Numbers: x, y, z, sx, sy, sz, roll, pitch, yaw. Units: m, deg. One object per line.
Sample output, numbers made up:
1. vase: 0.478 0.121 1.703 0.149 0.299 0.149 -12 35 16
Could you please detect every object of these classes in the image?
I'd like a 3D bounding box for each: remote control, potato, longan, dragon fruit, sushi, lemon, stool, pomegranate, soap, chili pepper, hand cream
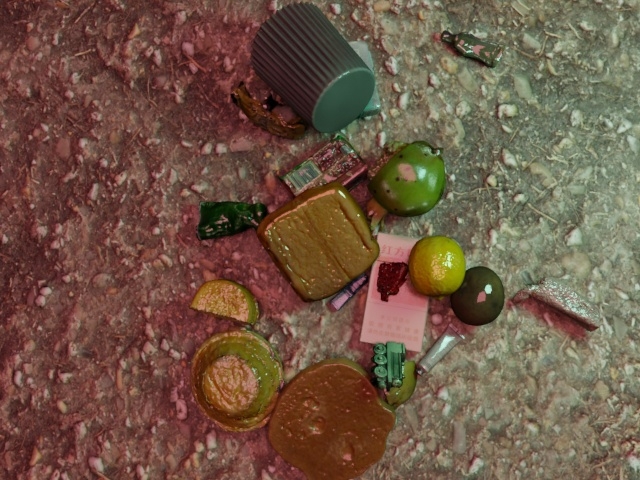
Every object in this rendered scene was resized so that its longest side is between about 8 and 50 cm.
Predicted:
1. remote control: 0.098 0.165 1.899 0.152 0.027 0.043 -45 85 0
2. potato: 0.258 0.460 1.814 0.120 0.081 0.149 -14 81 5
3. longan: 0.491 0.173 1.788 0.167 0.167 0.187 7 100 6
4. dragon fruit: 0.237 0.134 1.832 0.097 0.063 0.131 3 81 40
5. sushi: -0.175 -0.448 1.959 0.291 0.139 0.131 36 79 11
6. lemon: 0.355 0.080 1.761 0.180 0.180 0.193 17 95 7
7. stool: -0.016 -0.544 1.839 0.297 0.297 0.330 -39 66 -1
8. pomegranate: 0.257 -0.172 1.830 0.260 0.260 0.341 38 116 9
9. soap: 0.011 -0.217 1.925 0.273 0.098 0.218 -36 80 -1
10. chili pepper: -0.279 -0.073 1.935 0.270 0.099 0.136 -4 57 11
11. hand cream: 0.377 0.356 1.837 0.067 0.042 0.194 44 77 11

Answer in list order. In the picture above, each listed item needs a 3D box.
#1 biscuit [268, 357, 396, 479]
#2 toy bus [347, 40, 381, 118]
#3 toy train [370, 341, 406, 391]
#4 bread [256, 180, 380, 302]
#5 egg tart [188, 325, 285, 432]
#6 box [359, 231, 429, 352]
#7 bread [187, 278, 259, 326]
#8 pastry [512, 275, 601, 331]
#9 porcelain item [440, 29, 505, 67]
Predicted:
1. biscuit: 0.034 0.568 1.797 0.385 0.062 0.365 -44 89 9
2. toy bus: 0.133 -0.554 1.970 0.109 0.091 0.262 -10 82 -7
3. toy train: 0.210 0.385 1.758 0.111 0.071 0.170 4 38 2
4. bread: -0.002 -0.002 1.836 0.328 0.148 0.337 -36 108 0
5. egg tart: -0.273 0.452 1.839 0.341 0.132 0.342 -1 83 4
6. box: 0.256 0.167 1.870 0.204 0.051 0.365 9 83 7
7. bread: -0.308 0.196 1.872 0.228 0.143 0.140 14 84 5
8. pastry: 0.751 0.187 1.798 0.265 0.103 0.112 22 77 6
9. porcelain item: 0.511 -0.661 1.955 0.215 0.069 0.081 22 97 7
